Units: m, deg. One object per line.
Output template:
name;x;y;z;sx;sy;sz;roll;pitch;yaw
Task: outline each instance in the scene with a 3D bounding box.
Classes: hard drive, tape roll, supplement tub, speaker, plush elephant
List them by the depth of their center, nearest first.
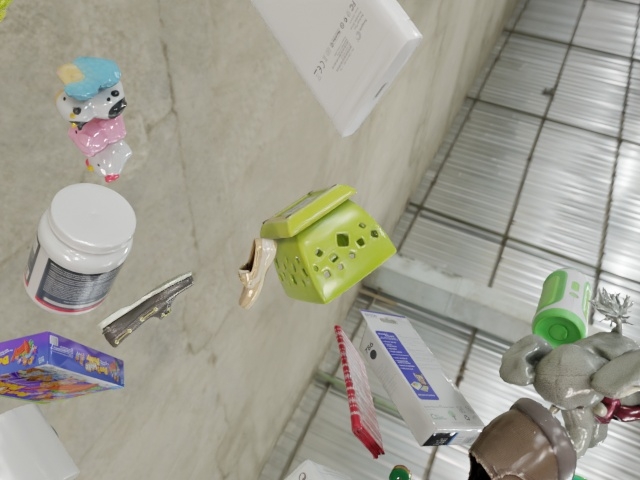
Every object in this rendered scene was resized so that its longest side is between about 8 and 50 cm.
hard drive;0.000;-0.382;0.889;0.047;0.353;0.233;-26;167;-33
plush elephant;0.491;0.271;0.970;0.255;0.271;0.331;-12;92;-31
tape roll;-0.618;0.456;1.025;0.246;0.169;0.246;-38;170;-7
supplement tub;-0.529;0.024;1.182;0.272;0.191;0.191;-48;-179;39
speaker;0.613;0.172;1.357;0.296;0.131;0.131;-35;142;-56

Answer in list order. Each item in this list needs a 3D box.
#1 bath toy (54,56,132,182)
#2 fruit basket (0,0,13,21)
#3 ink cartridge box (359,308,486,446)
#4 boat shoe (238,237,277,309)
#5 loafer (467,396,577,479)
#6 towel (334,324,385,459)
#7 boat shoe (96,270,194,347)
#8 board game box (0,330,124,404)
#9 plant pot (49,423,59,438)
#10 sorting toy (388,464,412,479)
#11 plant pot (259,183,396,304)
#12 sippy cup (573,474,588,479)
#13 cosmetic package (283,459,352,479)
bath toy;-0.533;-0.265;1.281;0.348;0.151;0.129;111;-28;-58
fruit basket;-0.567;-0.472;0.839;0.392;0.282;0.393;-10;90;-84
ink cartridge box;0.200;0.291;1.173;0.165;0.333;0.065;14;119;-36
boat shoe;-0.152;0.069;1.178;0.170;0.059;0.063;-67;-153;11
loafer;0.234;0.368;0.725;0.130;0.134;0.366;-15;119;-18
towel;0.089;0.365;1.298;0.199;0.031;0.275;60;13;-45
boat shoe;-0.373;0.149;1.185;0.227;0.069;0.081;-32;-174;-12
board game box;-0.679;0.327;1.333;0.347;0.233;0.078;68;10;-65
plant pot;-0.872;0.616;1.515;0.196;0.293;0.293;-56;164;2
sorting toy;0.158;0.623;1.164;0.275;0.132;0.046;-63;165;13
plant pot;0.000;0.000;1.266;0.228;0.207;0.227;-35;-166;-22
sippy cup;0.449;0.587;0.969;0.240;0.305;0.224;5;121;-48
cosmetic package;0.066;0.597;0.928;0.156;0.385;0.217;-42;138;-1
